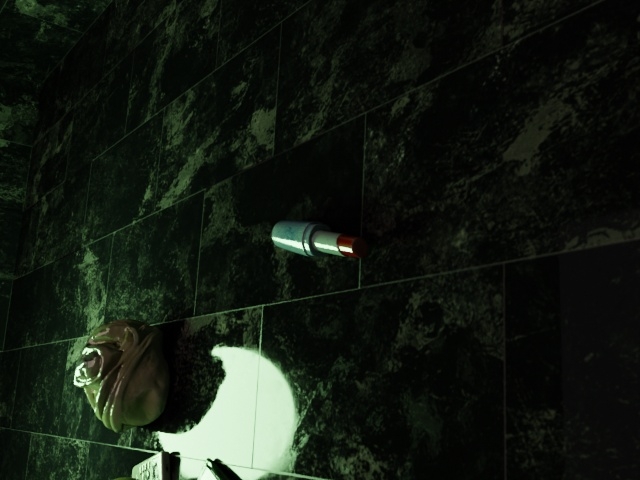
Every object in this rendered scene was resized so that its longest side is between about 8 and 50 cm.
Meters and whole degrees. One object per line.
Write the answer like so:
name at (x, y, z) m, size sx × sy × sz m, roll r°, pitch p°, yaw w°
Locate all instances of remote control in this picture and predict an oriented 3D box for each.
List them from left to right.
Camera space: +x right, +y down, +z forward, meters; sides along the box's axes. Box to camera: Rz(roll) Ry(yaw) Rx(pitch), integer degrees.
remote control at (-0.426, 0.590, 1.890) m, size 0.190 × 0.029 × 0.087 m, roll -37°, pitch 51°, yaw 46°

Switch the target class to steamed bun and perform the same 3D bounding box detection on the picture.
steamed bun at (-0.530, 0.351, 1.962) m, size 0.268 × 0.207 × 0.280 m, roll -38°, pitch 52°, yaw 44°

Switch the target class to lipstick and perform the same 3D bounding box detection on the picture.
lipstick at (0.000, 0.000, 1.411) m, size 0.274 × 0.061 × 0.068 m, roll 10°, pitch 95°, yaw 57°

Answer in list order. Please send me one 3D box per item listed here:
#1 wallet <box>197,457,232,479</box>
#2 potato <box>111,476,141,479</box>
wallet at (-0.217, 0.571, 1.570) m, size 0.236 × 0.055 × 0.160 m, roll 18°, pitch 89°, yaw 57°
potato at (-0.444, 0.654, 1.763) m, size 0.235 × 0.178 × 0.160 m, roll 36°, pitch 134°, yaw 27°
